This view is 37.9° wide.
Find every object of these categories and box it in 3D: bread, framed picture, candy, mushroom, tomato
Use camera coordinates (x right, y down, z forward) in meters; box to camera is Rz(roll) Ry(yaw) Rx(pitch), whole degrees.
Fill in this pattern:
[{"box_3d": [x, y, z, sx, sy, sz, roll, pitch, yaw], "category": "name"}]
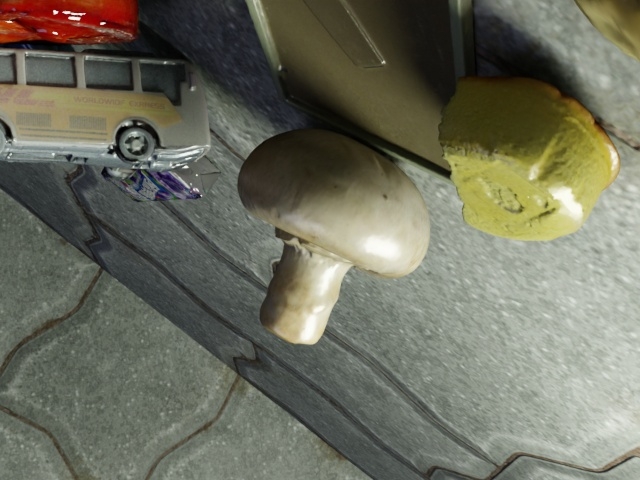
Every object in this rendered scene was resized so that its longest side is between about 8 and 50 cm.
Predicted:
[{"box_3d": [0.160, -0.058, 0.713, 0.125, 0.086, 0.156, 22, 160, 25], "category": "bread"}, {"box_3d": [0.026, -0.177, 0.780, 0.240, 0.020, 0.324, 29, 159, 26], "category": "framed picture"}, {"box_3d": [-0.254, -0.103, 1.423, 0.088, 0.061, 0.312, 43, 162, -22], "category": "candy"}, {"box_3d": [-0.004, -0.017, 0.943, 0.206, 0.209, 0.206, 48, -166, -17], "category": "mushroom"}, {"box_3d": [-0.291, -0.269, 0.940, 0.233, 0.140, 0.200, 7, -175, 34], "category": "tomato"}]

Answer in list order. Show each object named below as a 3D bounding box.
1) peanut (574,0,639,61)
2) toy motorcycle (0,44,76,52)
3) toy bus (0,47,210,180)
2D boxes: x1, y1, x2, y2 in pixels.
[{"box_3d": [0.140, -0.171, 0.381, 0.291, 0.143, 0.159, 46, 150, -15], "category": "peanut"}, {"box_3d": [-0.371, -0.259, 1.170, 0.182, 0.241, 0.319, -22, 120, 23], "category": "toy motorcycle"}, {"box_3d": [-0.299, -0.142, 1.042, 0.342, 0.138, 0.097, -2, 171, -23], "category": "toy bus"}]
